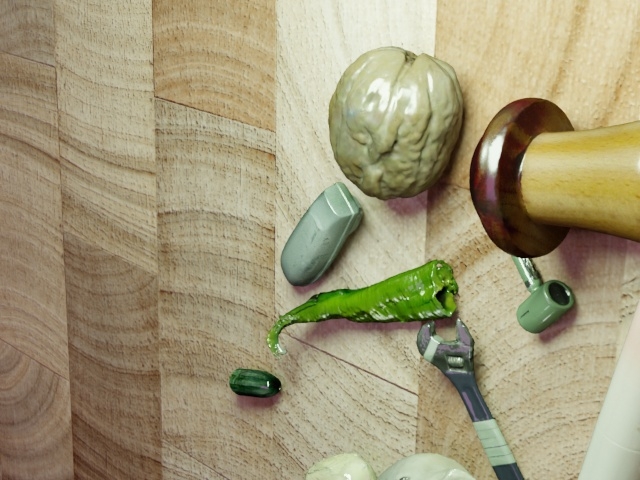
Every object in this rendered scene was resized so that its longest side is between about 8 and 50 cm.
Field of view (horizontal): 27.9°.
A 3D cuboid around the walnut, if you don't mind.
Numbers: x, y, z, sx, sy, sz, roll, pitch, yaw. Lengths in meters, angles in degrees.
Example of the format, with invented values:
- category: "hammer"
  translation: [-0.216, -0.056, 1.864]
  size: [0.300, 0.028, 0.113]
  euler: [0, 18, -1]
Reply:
- category: "walnut"
  translation: [0.096, -0.151, 1.714]
  size: [0.178, 0.178, 0.230]
  euler: [40, 139, 35]

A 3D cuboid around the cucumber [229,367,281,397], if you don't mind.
- category: "cucumber"
  translation: [-0.106, 0.241, 2.158]
  size: [0.105, 0.048, 0.048]
  euler: [-1, 101, 49]

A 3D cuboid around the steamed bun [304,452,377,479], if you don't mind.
- category: "steamed bun"
  translation: [0.042, 0.387, 1.995]
  size: [0.130, 0.091, 0.112]
  euler: [-17, 90, 51]

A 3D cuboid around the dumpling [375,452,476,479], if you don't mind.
- category: "dumpling"
  translation: [0.167, 0.405, 1.828]
  size: [0.227, 0.175, 0.243]
  euler: [39, 176, -9]

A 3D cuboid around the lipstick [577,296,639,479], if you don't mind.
- category: "lipstick"
  translation: [0.384, 0.194, 1.537]
  size: [0.087, 0.087, 0.327]
  euler: [35, 126, 38]

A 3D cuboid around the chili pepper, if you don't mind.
- category: "chili pepper"
  translation: [0.058, 0.103, 1.901]
  size: [0.359, 0.076, 0.085]
  euler: [-19, 83, 44]

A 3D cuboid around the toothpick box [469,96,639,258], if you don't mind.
- category: "toothpick box"
  translation: [0.311, -0.068, 1.472]
  size: [0.294, 0.192, 0.192]
  euler: [5, 105, 44]

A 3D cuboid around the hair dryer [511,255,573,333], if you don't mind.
- category: "hair dryer"
  translation: [0.266, 0.041, 1.668]
  size: [0.071, 0.047, 0.150]
  euler: [-48, 58, 46]

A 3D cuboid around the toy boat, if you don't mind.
- category: "toy boat"
  translation: [0.000, 0.000, 1.946]
  size: [0.078, 0.085, 0.260]
  euler: [61, 149, 18]

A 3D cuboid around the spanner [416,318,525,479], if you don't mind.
- category: "spanner"
  translation: [0.228, 0.250, 1.766]
  size: [0.087, 0.024, 0.316]
  euler: [-29, 86, 39]
